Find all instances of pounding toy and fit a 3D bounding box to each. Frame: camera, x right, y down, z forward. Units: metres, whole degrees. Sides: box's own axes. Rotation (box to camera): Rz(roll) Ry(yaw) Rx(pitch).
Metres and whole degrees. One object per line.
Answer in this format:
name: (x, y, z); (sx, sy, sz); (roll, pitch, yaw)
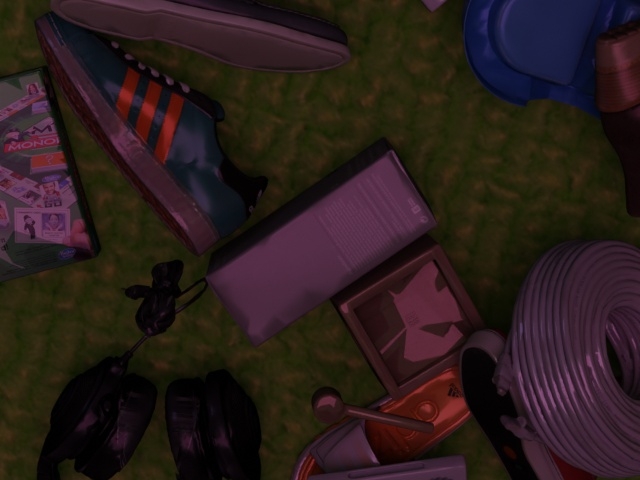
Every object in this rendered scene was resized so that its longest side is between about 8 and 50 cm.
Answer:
pounding toy: (0.073, 0.121, 1.749); (0.206, 0.094, 0.181); (-31, 106, -3)

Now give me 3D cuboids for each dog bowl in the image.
dog bowl: (0.281, -0.209, 1.677); (0.297, 0.074, 0.166); (15, 104, -14)

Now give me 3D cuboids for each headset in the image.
headset: (-0.180, 0.209, 1.723); (0.243, 0.185, 0.394); (7, 113, -3)

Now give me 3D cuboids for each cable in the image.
cable: (0.302, 0.119, 1.682); (0.257, 0.089, 0.257); (32, 56, -32)

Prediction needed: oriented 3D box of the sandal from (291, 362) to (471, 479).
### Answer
sandal: (0.073, 0.228, 1.785); (0.265, 0.076, 0.102); (-41, 99, 8)

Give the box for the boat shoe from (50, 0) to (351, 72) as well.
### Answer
boat shoe: (-0.115, -0.250, 1.661); (0.319, 0.116, 0.099); (11, 74, -16)

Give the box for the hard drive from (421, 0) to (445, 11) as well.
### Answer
hard drive: (0.094, -0.447, 1.660); (0.233, 0.047, 0.353); (-39, 99, 7)

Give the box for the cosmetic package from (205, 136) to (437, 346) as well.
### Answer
cosmetic package: (0.000, 0.000, 1.713); (0.238, 0.127, 0.107); (-32, 100, 4)

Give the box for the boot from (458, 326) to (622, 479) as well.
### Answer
boot: (0.256, 0.161, 1.741); (0.176, 0.088, 0.244); (-40, 118, -25)

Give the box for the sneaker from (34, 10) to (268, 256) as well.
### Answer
sneaker: (-0.177, -0.134, 1.702); (0.121, 0.108, 0.302); (-39, 94, -13)

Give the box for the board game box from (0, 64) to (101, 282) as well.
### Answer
board game box: (-0.419, -0.046, 1.737); (0.317, 0.046, 0.214); (-14, 101, 2)

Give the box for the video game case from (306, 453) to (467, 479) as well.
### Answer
video game case: (0.079, 0.318, 1.786); (0.173, 0.022, 0.190); (-8, 131, -1)

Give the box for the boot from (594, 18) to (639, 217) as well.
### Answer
boot: (0.405, -0.149, 1.642); (0.248, 0.090, 0.207); (-19, 115, 0)
